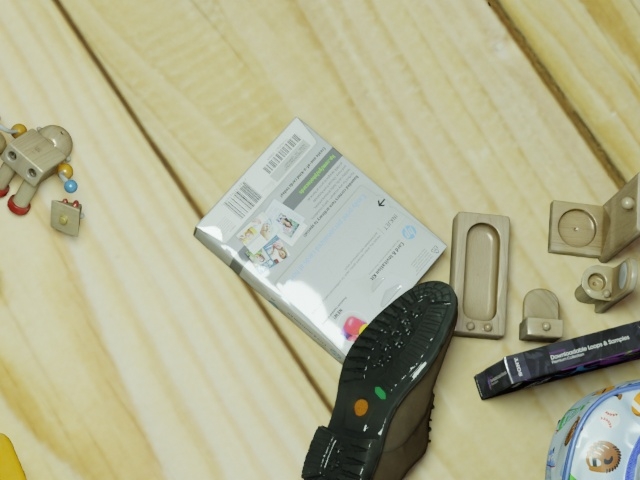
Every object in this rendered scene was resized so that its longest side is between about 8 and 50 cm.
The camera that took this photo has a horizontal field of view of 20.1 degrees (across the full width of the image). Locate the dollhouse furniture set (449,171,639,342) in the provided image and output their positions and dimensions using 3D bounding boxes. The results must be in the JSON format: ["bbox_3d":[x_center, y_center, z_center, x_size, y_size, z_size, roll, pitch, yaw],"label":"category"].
[{"bbox_3d":[0.205,0.014,1.642,0.151,0.123,0.144,6,75,-7],"label":"dollhouse furniture set"}]

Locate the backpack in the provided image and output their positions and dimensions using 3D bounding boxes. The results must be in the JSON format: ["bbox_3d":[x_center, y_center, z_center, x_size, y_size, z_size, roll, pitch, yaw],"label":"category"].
[{"bbox_3d":[0.329,0.234,1.573,0.263,0.213,0.276,0,79,2],"label":"backpack"}]

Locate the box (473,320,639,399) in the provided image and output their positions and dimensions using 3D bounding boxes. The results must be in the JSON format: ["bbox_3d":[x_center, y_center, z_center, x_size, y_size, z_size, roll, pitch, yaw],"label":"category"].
[{"bbox_3d":[0.229,0.106,1.627,0.162,0.116,0.029,-12,80,-11],"label":"box"}]

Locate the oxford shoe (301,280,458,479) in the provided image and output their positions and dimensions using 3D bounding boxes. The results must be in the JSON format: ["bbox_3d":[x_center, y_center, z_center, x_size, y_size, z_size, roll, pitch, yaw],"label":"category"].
[{"bbox_3d":[0.065,0.143,1.613,0.083,0.096,0.227,22,80,42],"label":"oxford shoe"}]

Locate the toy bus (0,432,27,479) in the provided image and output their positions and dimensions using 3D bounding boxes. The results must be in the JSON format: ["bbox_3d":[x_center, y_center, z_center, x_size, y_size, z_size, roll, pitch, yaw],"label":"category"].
[{"bbox_3d":[-0.390,0.278,1.477,0.332,0.130,0.108,-22,63,-13],"label":"toy bus"}]

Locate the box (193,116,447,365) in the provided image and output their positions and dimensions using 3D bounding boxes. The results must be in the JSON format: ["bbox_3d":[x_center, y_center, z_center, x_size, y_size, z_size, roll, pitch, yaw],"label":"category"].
[{"bbox_3d":[0.000,0.000,1.660,0.186,0.038,0.145,40,75,4],"label":"box"}]

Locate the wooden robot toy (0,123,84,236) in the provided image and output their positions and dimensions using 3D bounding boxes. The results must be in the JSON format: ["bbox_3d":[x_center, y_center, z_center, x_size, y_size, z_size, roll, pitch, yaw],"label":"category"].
[{"bbox_3d":[-0.263,-0.079,1.639,0.173,0.076,0.079,42,39,3],"label":"wooden robot toy"}]
